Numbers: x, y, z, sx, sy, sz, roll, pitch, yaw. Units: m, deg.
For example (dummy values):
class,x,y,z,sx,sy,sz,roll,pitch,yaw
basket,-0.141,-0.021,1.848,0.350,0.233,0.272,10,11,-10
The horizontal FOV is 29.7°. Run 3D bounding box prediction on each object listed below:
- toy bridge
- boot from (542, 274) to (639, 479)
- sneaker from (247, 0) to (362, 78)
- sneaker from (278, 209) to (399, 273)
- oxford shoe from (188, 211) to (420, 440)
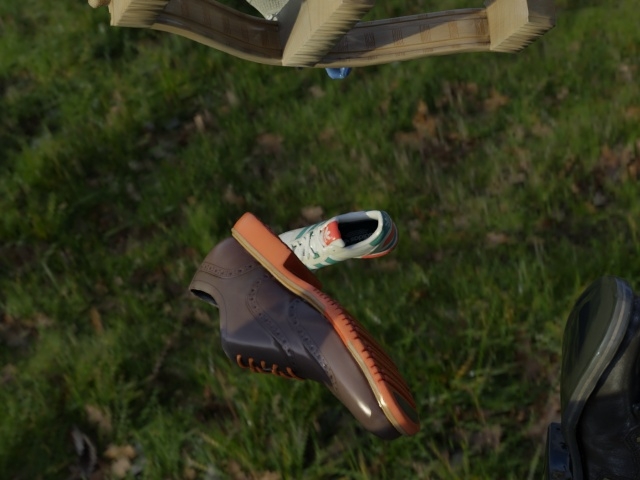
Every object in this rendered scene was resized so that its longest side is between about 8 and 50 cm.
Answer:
class,x,y,z,sx,sy,sz,roll,pitch,yaw
toy bridge,0.000,-0.091,0.484,0.188,0.063,0.026,-1,74,-26
boot,0.279,0.138,0.845,0.229,0.263,0.091,7,42,8
sneaker,-0.012,-0.175,1.011,0.052,0.135,0.058,1,74,45
sneaker,0.000,0.000,1.261,0.161,0.075,0.057,-15,72,5
oxford shoe,-0.017,0.087,0.989,0.098,0.097,0.271,-43,45,-2
